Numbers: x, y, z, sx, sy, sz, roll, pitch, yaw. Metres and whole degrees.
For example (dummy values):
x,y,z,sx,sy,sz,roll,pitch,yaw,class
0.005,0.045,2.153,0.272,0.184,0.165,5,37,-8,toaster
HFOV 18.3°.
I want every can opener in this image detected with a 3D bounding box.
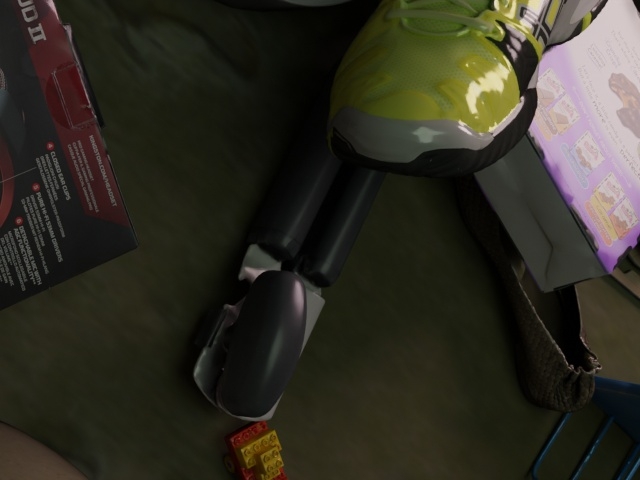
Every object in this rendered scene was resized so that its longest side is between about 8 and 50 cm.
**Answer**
x,y,z,sx,sy,sz,roll,pitch,yaw,class
0.000,0.000,1.405,0.076,0.095,0.283,34,73,-29,can opener

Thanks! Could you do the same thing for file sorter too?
x,y,z,sx,sy,sz,roll,pitch,yaw,class
0.269,0.202,1.579,0.170,0.118,0.104,43,73,-27,file sorter

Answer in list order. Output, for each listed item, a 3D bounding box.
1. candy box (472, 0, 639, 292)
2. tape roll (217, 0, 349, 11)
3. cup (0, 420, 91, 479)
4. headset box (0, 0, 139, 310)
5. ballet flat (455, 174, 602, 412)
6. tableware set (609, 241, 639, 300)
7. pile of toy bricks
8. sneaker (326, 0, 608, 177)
x,y,z,sx,sy,sz,roll,pitch,yaw,class
0.200,-0.082,1.514,0.196,0.070,0.165,-41,105,-43,candy box
-0.026,-0.271,1.397,0.219,0.072,0.219,-1,92,-33,tape roll
-0.206,0.273,1.191,0.331,0.237,0.331,-1,91,-34,cup
-0.262,-0.052,1.220,0.293,0.110,0.218,-27,106,-30,headset box
0.167,0.018,1.540,0.084,0.058,0.250,-23,103,-32,ballet flat
0.326,0.014,1.657,0.194,0.039,0.128,38,71,-28,tableware set
-0.021,0.241,1.391,0.118,0.105,0.212,-29,106,-30,pile of toy bricks
0.101,-0.176,1.378,0.384,0.145,0.147,-57,151,-49,sneaker
